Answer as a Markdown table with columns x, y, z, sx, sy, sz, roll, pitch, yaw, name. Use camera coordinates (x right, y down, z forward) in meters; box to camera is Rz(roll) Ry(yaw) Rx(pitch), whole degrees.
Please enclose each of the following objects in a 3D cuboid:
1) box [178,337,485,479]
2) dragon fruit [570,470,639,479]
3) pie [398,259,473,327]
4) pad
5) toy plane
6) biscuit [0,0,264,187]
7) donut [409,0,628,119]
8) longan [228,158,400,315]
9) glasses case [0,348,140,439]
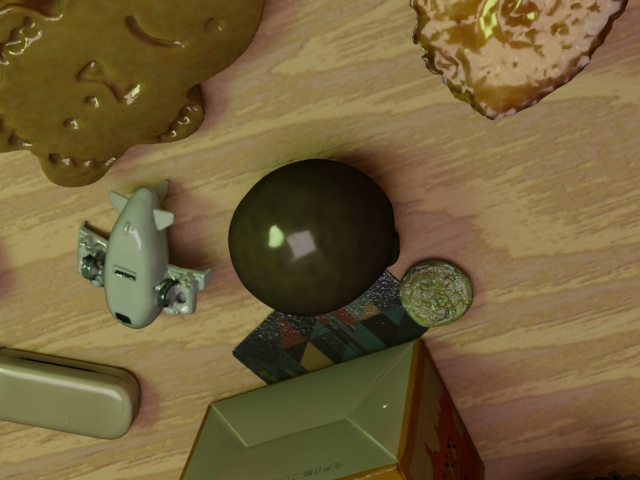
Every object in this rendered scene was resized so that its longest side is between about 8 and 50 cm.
| x | y | z | sx | sy | sz | roll | pitch | yaw | name |
| --- | --- | --- | --- | --- | --- | --- | --- | --- | --- |
| 0.014 | 0.291 | 1.825 | 0.283 | 0.259 | 0.214 | -18 | 112 | 18 | box |
| 0.310 | 0.421 | 1.802 | 0.329 | 0.329 | 0.329 | 4 | 115 | 8 | dragon fruit |
| 0.128 | 0.058 | 1.828 | 0.084 | 0.021 | 0.084 | 3 | 111 | 9 | pie |
| 0.015 | 0.109 | 1.883 | 0.143 | 0.003 | 0.211 | 41 | 115 | -9 | pad |
| -0.200 | 0.019 | 1.837 | 0.174 | 0.080 | 0.174 | 11 | 115 | 25 | toy plane |
| -0.207 | -0.189 | 1.684 | 0.355 | 0.052 | 0.275 | -39 | 135 | 23 | biscuit |
| 0.122 | -0.358 | 1.561 | 0.435 | 0.163 | 0.377 | 40 | 114 | -7 | donut |
| 0.000 | 0.000 | 1.757 | 0.204 | 0.159 | 0.185 | 7 | 141 | -35 | longan |
| -0.312 | 0.182 | 1.949 | 0.196 | 0.050 | 0.083 | 11 | 114 | 5 | glasses case |
